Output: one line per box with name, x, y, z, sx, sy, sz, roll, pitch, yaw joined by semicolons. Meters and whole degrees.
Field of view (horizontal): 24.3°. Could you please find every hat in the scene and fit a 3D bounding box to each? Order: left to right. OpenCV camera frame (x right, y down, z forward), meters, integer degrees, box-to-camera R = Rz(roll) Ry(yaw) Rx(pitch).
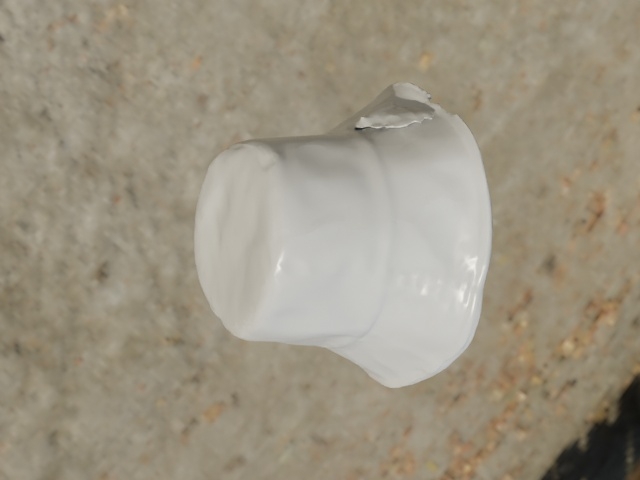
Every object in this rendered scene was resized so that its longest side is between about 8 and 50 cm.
hat;0.000;0.000;0.902;0.126;0.203;0.203;-4;125;-30
